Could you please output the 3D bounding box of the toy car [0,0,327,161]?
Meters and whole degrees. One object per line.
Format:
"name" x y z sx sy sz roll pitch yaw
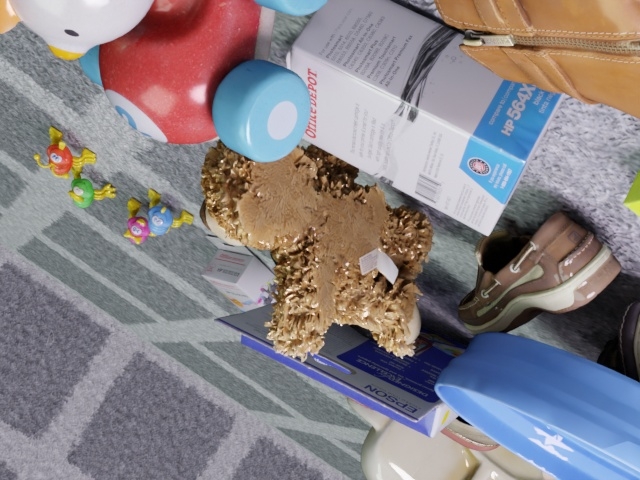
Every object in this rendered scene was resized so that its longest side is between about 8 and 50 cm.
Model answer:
"toy car" -0.150 -0.171 0.644 0.219 0.210 0.238 28 -156 37

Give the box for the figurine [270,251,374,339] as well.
"figurine" -0.008 0.024 1.225 0.209 0.092 0.215 22 158 36

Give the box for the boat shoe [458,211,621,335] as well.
"boat shoe" 0.200 0.028 0.929 0.095 0.095 0.257 48 155 0

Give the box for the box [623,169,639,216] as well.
"box" 0.322 -0.027 0.658 0.109 0.042 0.178 36 161 -12

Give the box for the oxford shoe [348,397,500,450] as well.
"oxford shoe" 0.152 0.212 1.404 0.348 0.123 0.130 22 157 -3

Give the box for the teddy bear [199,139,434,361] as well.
"teddy bear" 0.000 0.000 0.920 0.113 0.245 0.338 -7 169 41

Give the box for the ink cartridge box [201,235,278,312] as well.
"ink cartridge box" -0.127 0.072 1.547 0.104 0.062 0.181 9 150 47

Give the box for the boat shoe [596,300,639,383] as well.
"boat shoe" 0.338 0.144 0.966 0.092 0.103 0.285 12 159 33

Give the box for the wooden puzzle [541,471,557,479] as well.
"wooden puzzle" 0.447 0.340 1.261 0.220 0.044 0.238 -5 151 30

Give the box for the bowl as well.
"bowl" 0.304 0.216 0.934 0.391 0.077 0.391 30 169 6

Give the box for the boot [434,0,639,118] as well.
"boot" 0.195 -0.100 0.558 0.220 0.109 0.283 5 144 51

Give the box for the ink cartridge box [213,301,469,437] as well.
"ink cartridge box" 0.053 0.162 1.240 0.303 0.072 0.307 23 -160 25

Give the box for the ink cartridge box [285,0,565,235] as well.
"ink cartridge box" 0.080 -0.108 0.755 0.203 0.086 0.148 29 161 9

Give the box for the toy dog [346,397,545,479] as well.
"toy dog" 0.190 0.457 1.694 0.395 0.285 0.408 29 163 9

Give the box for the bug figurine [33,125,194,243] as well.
"bug figurine" -0.351 -0.069 1.526 0.279 0.072 0.216 31 161 0
